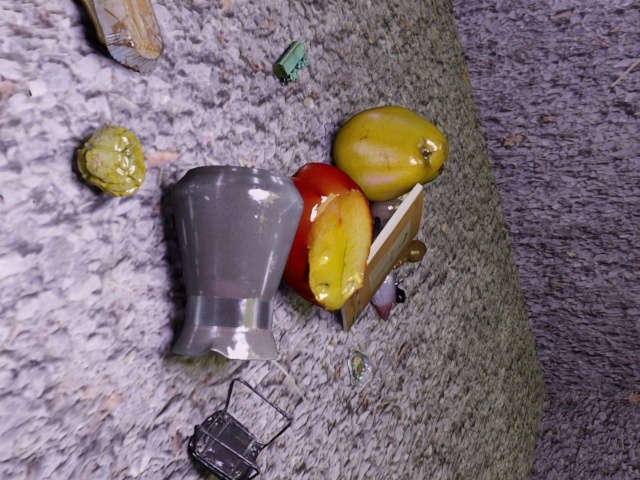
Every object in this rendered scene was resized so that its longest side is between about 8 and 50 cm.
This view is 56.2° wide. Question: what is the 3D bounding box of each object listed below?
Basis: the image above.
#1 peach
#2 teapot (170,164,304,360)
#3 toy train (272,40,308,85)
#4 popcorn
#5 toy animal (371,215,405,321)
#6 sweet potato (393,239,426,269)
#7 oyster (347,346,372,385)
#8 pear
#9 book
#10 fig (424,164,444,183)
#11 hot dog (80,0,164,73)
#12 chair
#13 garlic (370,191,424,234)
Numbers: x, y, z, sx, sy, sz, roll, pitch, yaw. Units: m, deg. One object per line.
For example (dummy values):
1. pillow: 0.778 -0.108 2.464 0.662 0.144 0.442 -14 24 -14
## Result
1. peach: 0.000 0.000 1.377 0.281 0.281 0.339 -31 95 -56
2. teapot: -0.168 0.049 1.162 0.300 0.253 0.345 85 9 -83
3. toy train: -0.076 -0.464 1.580 0.071 0.038 0.148 58 40 -30
4. popcorn: -0.349 -0.131 1.008 0.106 0.116 0.121 -15 95 -15
5. toy animal: 0.186 0.109 1.834 0.324 0.090 0.195 65 28 -42
6. sweet potato: 0.317 0.043 2.081 0.269 0.074 0.075 -24 104 -54
7. oyster: 0.103 0.362 1.709 0.098 0.037 0.100 28 80 -32
8. pear: 0.193 -0.256 1.692 0.284 0.336 0.285 20 59 -37
9. book: 0.169 0.054 1.641 0.389 0.032 0.269 -52 159 -21
10. fig: 0.320 -0.280 2.018 0.203 0.225 0.203 -30 130 -43
11. hot dog: -0.364 -0.429 1.065 0.162 0.081 0.271 -21 94 -67
12. chair: -0.178 0.407 1.170 0.145 0.221 0.140 35 38 6
13. garlic: 0.256 -0.100 1.936 0.227 0.152 0.228 4 86 -60
